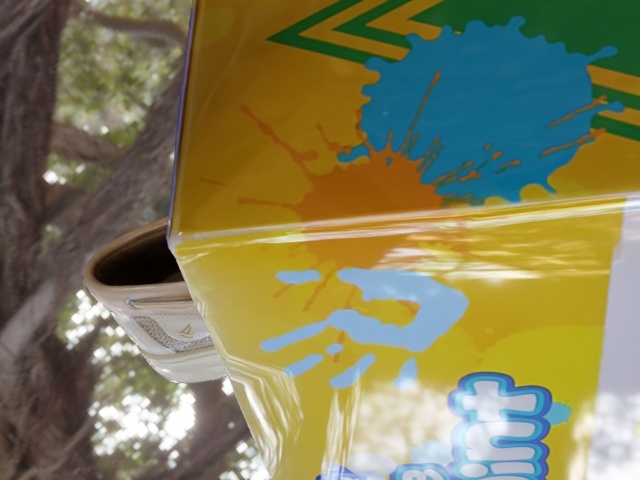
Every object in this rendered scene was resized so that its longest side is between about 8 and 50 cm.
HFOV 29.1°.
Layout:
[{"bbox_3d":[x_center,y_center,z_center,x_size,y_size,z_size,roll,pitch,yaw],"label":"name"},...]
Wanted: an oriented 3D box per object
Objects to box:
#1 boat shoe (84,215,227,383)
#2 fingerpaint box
[{"bbox_3d":[0.000,0.000,0.815,0.110,0.341,0.122,51,-154,-38],"label":"boat shoe"},{"bbox_3d":[0.176,0.062,0.508,0.445,0.371,0.163,74,-167,-49],"label":"fingerpaint box"}]
